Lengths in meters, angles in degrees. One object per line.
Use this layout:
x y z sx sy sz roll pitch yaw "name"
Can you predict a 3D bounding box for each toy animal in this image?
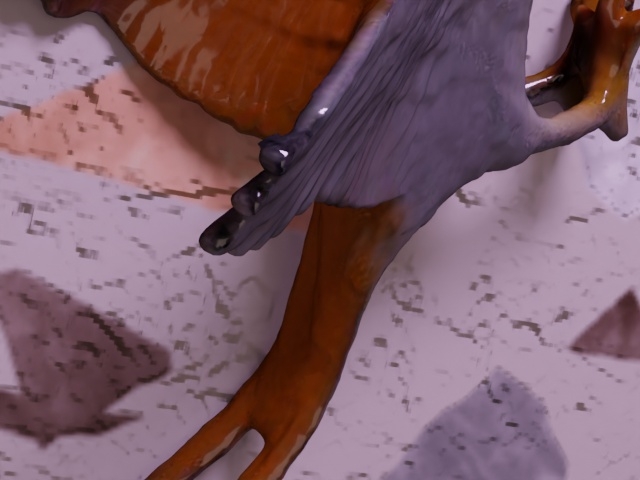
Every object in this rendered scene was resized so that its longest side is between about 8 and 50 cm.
0.019 -0.009 0.634 0.302 0.225 0.284 -21 129 -30 "toy animal"
